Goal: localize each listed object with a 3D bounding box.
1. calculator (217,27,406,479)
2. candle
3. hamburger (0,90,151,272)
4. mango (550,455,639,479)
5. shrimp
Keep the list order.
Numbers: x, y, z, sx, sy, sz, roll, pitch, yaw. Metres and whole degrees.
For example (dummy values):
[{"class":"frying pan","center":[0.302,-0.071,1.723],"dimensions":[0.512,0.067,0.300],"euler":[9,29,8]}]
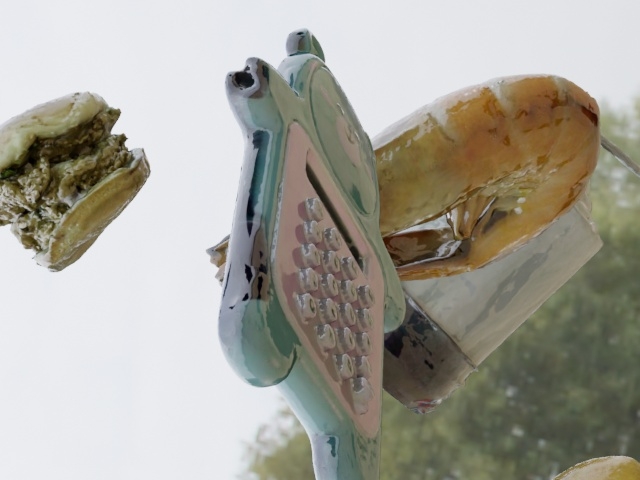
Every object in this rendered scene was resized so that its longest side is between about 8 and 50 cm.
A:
[{"class":"calculator","center":[0.000,0.000,0.388],"dimensions":[0.094,0.019,0.141],"euler":[58,-158,-34]},{"class":"candle","center":[0.136,-0.009,1.437],"dimensions":[0.342,0.221,0.221],"euler":[-45,-25,2]},{"class":"hamburger","center":[-0.237,-0.061,1.362],"dimensions":[0.159,0.131,0.185],"euler":[-44,0,-5]},{"class":"mango","center":[0.157,0.272,1.052],"dimensions":[0.262,0.167,0.130],"euler":[-47,13,-5]},{"class":"shrimp","center":[0.054,-0.021,0.868],"dimensions":[0.150,0.249,0.068],"euler":[86,163,-45]}]
